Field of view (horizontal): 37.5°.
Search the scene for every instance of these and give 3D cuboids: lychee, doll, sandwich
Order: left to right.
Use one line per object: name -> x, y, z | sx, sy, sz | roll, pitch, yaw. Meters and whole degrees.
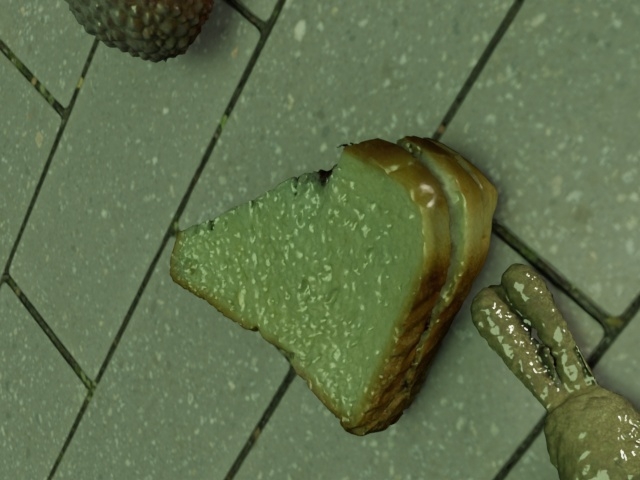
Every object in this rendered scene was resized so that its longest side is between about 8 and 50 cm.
lychee -> -0.182, -0.272, 0.926 | 0.165, 0.165, 0.198 | -6, 111, 39
sandwich -> 0.003, -0.001, 0.844 | 0.288, 0.099, 0.254 | 34, 121, 31
doll -> 0.207, 0.163, 0.706 | 0.285, 0.091, 0.203 | 32, 80, 20
